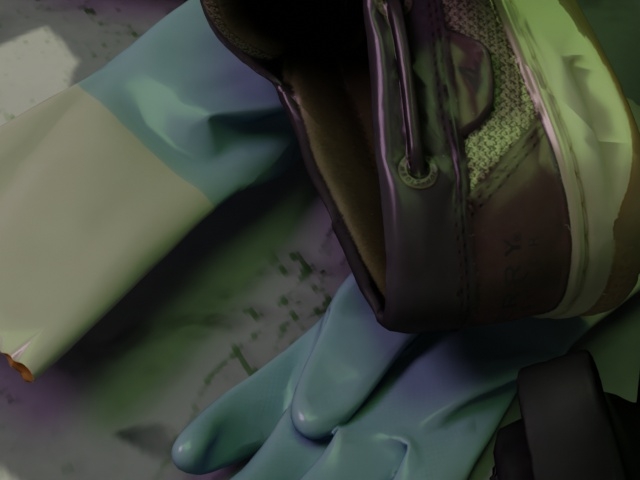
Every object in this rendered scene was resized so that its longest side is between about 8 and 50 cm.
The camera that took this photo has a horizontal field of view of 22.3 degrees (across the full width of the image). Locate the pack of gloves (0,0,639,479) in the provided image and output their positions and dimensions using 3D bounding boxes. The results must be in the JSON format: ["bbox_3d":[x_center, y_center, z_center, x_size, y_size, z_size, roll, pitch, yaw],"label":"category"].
[{"bbox_3d":[0.000,0.000,0.545,0.195,0.046,0.232,38,56,18],"label":"pack of gloves"}]

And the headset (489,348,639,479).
[{"bbox_3d":[0.135,0.038,0.357,0.243,0.185,0.394,-41,81,4],"label":"headset"}]

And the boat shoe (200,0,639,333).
[{"bbox_3d":[0.006,-0.092,0.527,0.092,0.103,0.285,-12,61,-24],"label":"boat shoe"}]
